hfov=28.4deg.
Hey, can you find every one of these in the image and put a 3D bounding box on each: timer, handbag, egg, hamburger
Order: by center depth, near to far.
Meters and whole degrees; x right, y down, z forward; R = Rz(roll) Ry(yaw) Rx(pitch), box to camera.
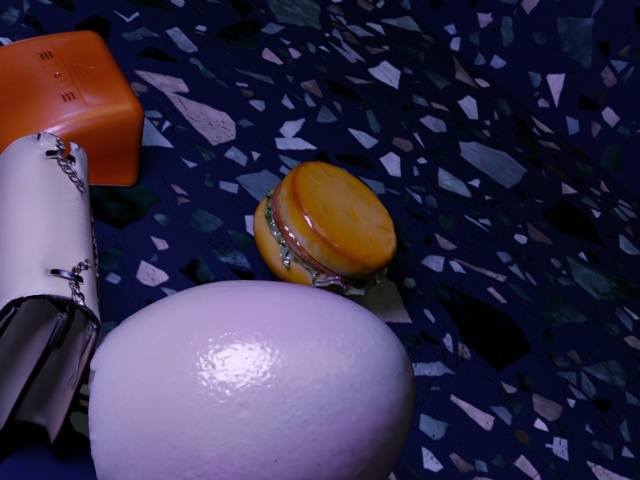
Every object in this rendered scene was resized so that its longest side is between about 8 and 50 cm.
[{"bbox_3d":[-0.049,0.207,1.496,0.354,0.340,0.354,54,25,-40],"label":"egg"},{"bbox_3d":[-0.374,0.051,1.616,0.160,0.236,0.358,18,30,-24],"label":"handbag"},{"bbox_3d":[-0.441,-0.210,2.059,0.250,0.161,0.257,-12,51,-28],"label":"timer"},{"bbox_3d":[-0.001,-0.001,2.083,0.246,0.170,0.246,29,38,-25],"label":"hamburger"}]
